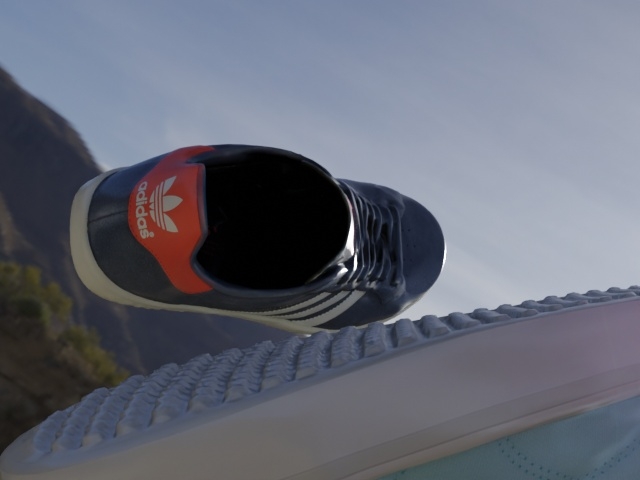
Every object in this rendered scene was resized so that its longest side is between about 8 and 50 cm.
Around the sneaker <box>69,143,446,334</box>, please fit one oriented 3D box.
[{"bbox_3d":[0.000,0.000,0.841,0.350,0.131,0.148,0,-11,-44],"label":"sneaker"}]

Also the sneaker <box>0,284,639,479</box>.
[{"bbox_3d":[0.071,0.100,0.426,0.366,0.150,0.135,-6,-4,-31],"label":"sneaker"}]
